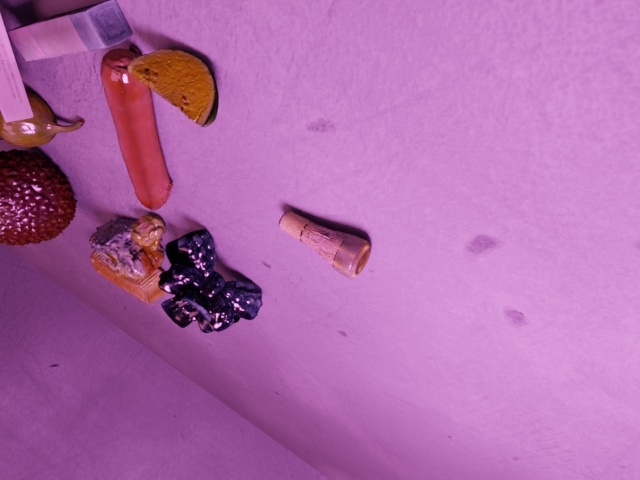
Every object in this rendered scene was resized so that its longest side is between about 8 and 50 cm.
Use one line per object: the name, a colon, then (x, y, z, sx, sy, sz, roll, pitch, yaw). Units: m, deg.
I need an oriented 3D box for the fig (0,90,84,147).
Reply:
fig: (-0.726, -0.311, 1.141, 0.245, 0.149, 0.149, 10, 141, 4)

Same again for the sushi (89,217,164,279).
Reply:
sushi: (-0.614, 0.030, 1.390, 0.274, 0.139, 0.184, 4, 137, 33)

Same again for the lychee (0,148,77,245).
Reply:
lychee: (-0.938, -0.127, 1.356, 0.306, 0.306, 0.330, 15, 166, 28)

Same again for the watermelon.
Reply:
watermelon: (-0.235, -0.282, 0.753, 0.181, 0.092, 0.075, 39, 132, 11)

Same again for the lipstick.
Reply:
lipstick: (-0.501, -0.407, 0.853, 0.317, 0.066, 0.068, 10, 136, 33)

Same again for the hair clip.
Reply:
hair clip: (-0.313, 0.131, 1.186, 0.194, 0.206, 0.310, -18, 118, 49)

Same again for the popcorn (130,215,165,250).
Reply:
popcorn: (-0.507, -0.027, 1.272, 0.109, 0.097, 0.089, 33, 145, 30)

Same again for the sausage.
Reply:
sausage: (-0.398, -0.221, 0.960, 0.094, 0.094, 0.419, 55, 154, 27)

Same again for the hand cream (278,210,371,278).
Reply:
hand cream: (0.000, 0.000, 0.886, 0.203, 0.084, 0.084, 27, 144, 21)

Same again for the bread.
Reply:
bread: (-0.691, 0.112, 1.567, 0.288, 0.119, 0.152, 28, 141, 10)

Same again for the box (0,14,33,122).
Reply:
box: (-0.719, -0.448, 0.929, 0.200, 0.065, 0.343, 57, 148, 16)

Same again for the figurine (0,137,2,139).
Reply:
figurine: (-0.911, -0.390, 1.188, 0.145, 0.145, 0.222, 36, 147, 1)
